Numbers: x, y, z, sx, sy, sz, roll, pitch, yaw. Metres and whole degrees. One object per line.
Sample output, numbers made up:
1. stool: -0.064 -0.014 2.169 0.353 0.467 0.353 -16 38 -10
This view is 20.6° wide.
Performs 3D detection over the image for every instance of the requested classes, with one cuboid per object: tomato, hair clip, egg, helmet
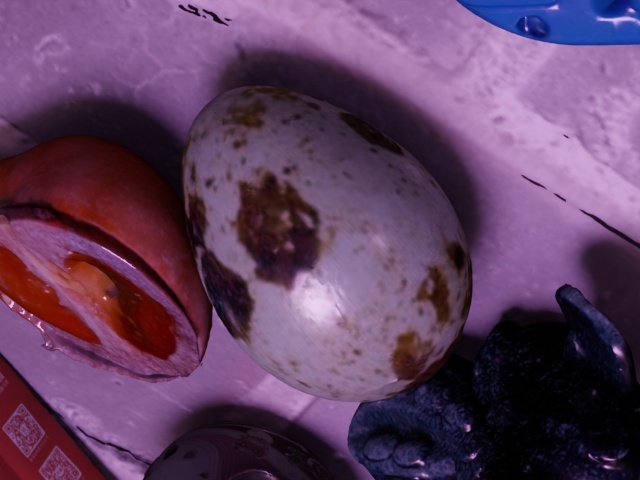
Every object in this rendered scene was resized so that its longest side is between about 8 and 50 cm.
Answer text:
1. tomato: -0.151 0.004 1.237 0.228 0.112 0.199 9 145 40
2. hair clip: 0.143 0.155 1.170 0.206 0.310 0.194 -34 115 2
3. egg: 0.000 0.000 1.150 0.169 0.169 0.231 -32 97 36
4. helmet: -0.061 0.203 1.377 0.177 0.107 0.153 15 130 -19

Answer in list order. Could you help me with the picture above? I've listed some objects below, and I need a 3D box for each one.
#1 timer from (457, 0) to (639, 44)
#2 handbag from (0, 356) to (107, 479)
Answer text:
1. timer: 0.184 -0.255 0.920 0.309 0.115 0.340 0 127 15
2. handbag: -0.302 0.206 1.432 0.171 0.151 0.298 -25 112 39
